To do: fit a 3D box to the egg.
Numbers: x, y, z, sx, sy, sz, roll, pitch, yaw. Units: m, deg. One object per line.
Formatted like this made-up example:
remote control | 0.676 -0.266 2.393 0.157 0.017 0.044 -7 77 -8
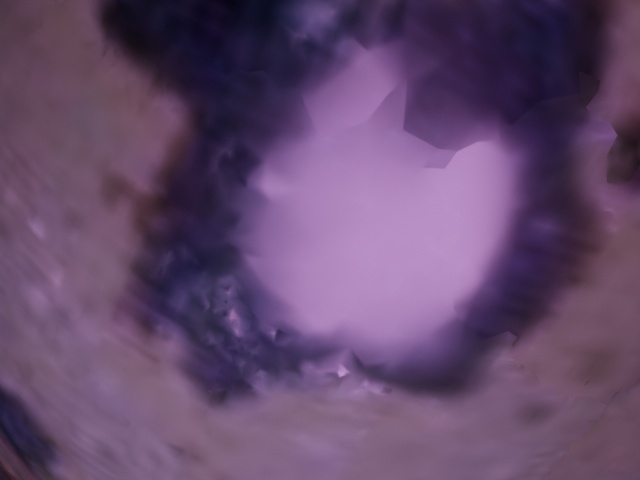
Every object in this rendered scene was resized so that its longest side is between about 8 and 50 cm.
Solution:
egg | 0.023 -0.056 0.523 0.345 0.345 0.428 30 109 -16
